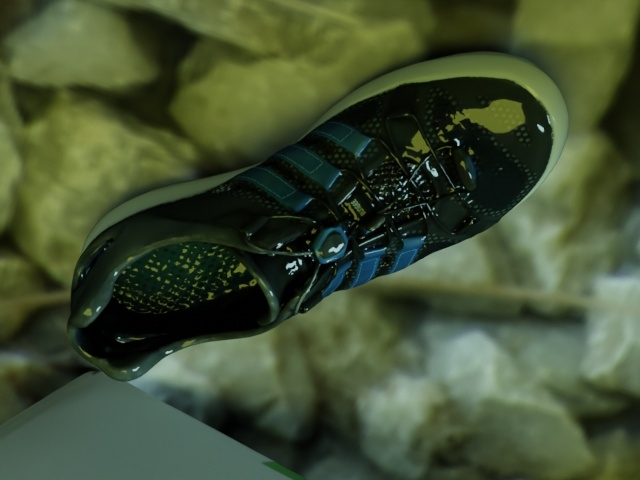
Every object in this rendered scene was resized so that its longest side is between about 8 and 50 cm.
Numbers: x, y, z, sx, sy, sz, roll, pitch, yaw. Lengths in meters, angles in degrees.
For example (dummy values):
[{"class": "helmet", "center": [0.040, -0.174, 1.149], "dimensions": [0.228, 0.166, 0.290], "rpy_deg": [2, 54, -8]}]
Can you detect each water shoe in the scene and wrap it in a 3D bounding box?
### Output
[{"class": "water shoe", "center": [0.000, 0.000, 0.592], "dimensions": [0.203, 0.080, 0.073], "rpy_deg": [-24, 116, 18]}]

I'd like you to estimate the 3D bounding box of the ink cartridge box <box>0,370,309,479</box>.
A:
[{"class": "ink cartridge box", "center": [-0.061, 0.226, 0.665], "dimensions": [0.201, 0.117, 0.278], "rpy_deg": [24, 125, 26]}]
